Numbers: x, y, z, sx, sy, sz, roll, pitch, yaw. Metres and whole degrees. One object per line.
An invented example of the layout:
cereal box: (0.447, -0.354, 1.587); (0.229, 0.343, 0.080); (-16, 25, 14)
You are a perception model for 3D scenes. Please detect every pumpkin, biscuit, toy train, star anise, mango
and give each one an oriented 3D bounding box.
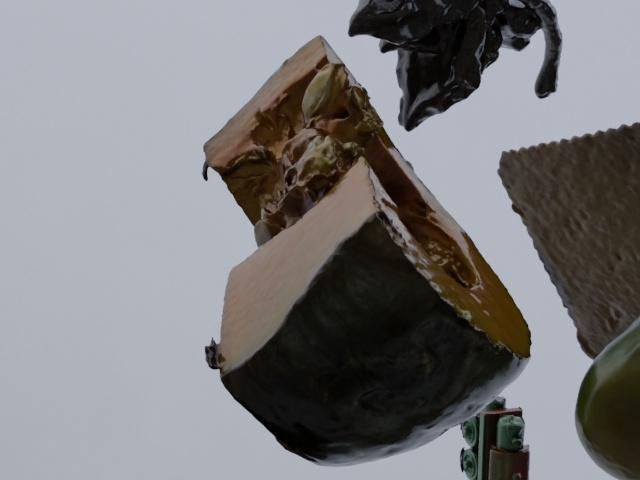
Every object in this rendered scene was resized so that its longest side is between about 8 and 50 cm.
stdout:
pumpkin: (-0.001, 0.001, 0.693); (0.139, 0.190, 0.280); (-41, -106, 19)
biscuit: (0.263, 0.013, 0.934); (0.237, 0.013, 0.232); (-7, -66, 60)
toy train: (0.221, 0.283, 1.369); (0.074, 0.118, 0.176); (-2, -78, -19)
star anise: (0.108, -0.177, 0.804); (0.231, 0.089, 0.209); (3, -78, -36)
mango: (0.214, 0.061, 0.580); (0.191, 0.085, 0.122); (-38, -54, -7)
